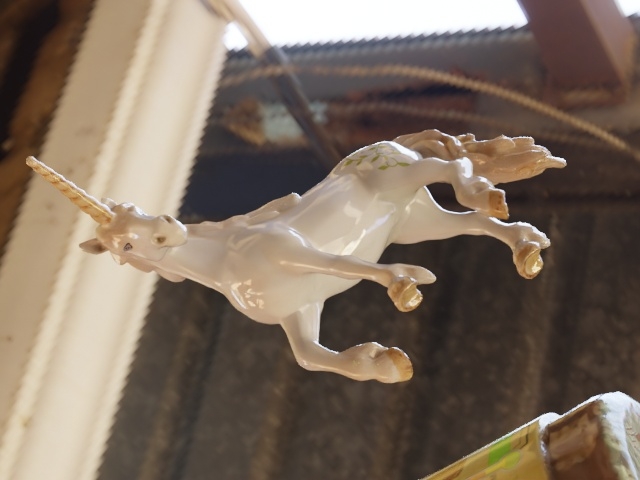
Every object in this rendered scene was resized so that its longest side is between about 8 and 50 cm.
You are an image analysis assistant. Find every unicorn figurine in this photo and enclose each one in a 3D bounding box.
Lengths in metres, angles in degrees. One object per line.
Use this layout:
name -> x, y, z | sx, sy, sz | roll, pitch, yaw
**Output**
unicorn figurine -> 0.000, 0.000, 0.603 | 0.111, 0.060, 0.162 | 23, -151, 38

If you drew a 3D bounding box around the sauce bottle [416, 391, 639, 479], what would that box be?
sauce bottle -> 0.015, 0.188, 0.835 | 0.344, 0.111, 0.111 | -30, -131, 19
